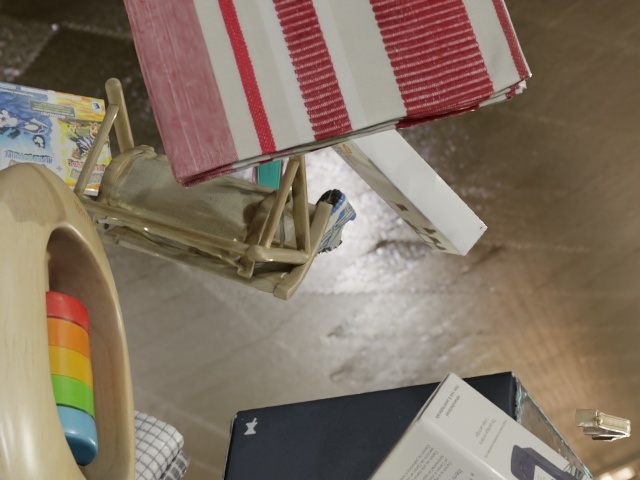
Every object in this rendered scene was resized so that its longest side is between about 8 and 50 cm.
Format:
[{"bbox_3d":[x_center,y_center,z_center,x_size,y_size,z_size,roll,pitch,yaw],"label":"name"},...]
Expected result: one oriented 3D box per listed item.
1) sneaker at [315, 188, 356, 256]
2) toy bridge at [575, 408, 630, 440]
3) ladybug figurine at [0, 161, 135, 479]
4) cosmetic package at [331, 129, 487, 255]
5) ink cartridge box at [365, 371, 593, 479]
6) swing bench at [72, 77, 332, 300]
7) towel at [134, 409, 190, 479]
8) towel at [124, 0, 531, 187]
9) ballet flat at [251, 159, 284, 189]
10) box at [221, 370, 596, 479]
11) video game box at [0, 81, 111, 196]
[{"bbox_3d":[0.000,0.000,1.614,0.135,0.052,0.058,-50,125,-1],"label":"sneaker"},{"bbox_3d":[0.399,0.259,1.692,0.063,0.026,0.188,0,165,20],"label":"toy bridge"},{"bbox_3d":[-0.281,0.139,1.107,0.161,0.450,0.305,-15,145,7],"label":"ladybug figurine"},{"bbox_3d":[0.118,-0.079,1.694,0.060,0.239,0.099,-50,-161,-13],"label":"cosmetic package"},{"bbox_3d":[0.148,0.259,1.037,0.172,0.237,0.100,-57,172,29],"label":"ink cartridge box"},{"bbox_3d":[-0.142,-0.044,1.476,0.253,0.165,0.255,16,164,13],"label":"swing bench"},{"bbox_3d":[-0.372,0.364,1.848,0.235,0.283,0.121,-53,144,-42],"label":"towel"},{"bbox_3d":[-0.002,-0.196,1.092,0.328,0.237,0.037,-15,163,-5],"label":"towel"},{"bbox_3d":[-0.103,-0.073,2.307,0.076,0.222,0.079,3,179,-5],"label":"ballet flat"},{"bbox_3d":[0.161,0.460,1.892,0.479,0.298,0.472,-12,140,26],"label":"box"},{"bbox_3d":[-0.420,-0.147,1.841,0.205,0.187,0.048,7,146,-31],"label":"video game box"}]
